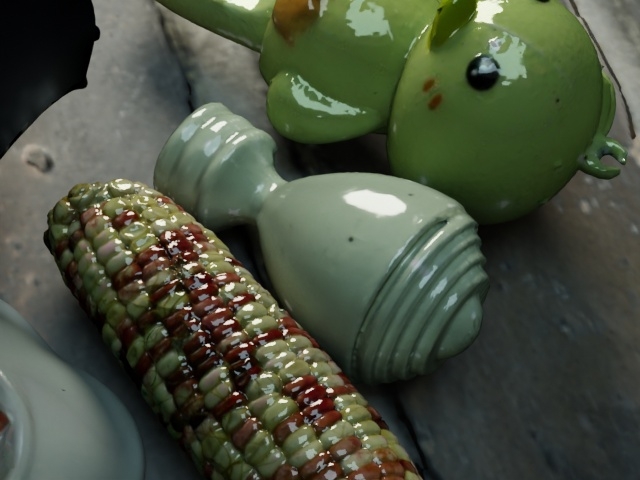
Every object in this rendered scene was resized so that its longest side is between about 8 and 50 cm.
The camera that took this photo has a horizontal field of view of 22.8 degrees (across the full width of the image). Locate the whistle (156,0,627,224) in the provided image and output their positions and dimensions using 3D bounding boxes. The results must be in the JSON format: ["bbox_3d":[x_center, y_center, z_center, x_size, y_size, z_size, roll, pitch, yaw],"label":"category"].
[{"bbox_3d":[0.034,-0.110,0.866,0.294,0.141,0.141,31,56,3],"label":"whistle"}]

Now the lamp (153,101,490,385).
[{"bbox_3d":[0.000,0.000,0.821,0.193,0.106,0.106,31,56,20],"label":"lamp"}]

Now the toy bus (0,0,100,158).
[{"bbox_3d":[-0.277,-0.050,0.716,0.162,0.171,0.386,7,43,35],"label":"toy bus"}]

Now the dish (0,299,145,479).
[{"bbox_3d":[-0.186,0.103,0.717,0.229,0.081,0.229,6,57,-10],"label":"dish"}]

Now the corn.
[{"bbox_3d":[-0.044,0.064,0.773,0.086,0.086,0.253,-30,66,-28],"label":"corn"}]
